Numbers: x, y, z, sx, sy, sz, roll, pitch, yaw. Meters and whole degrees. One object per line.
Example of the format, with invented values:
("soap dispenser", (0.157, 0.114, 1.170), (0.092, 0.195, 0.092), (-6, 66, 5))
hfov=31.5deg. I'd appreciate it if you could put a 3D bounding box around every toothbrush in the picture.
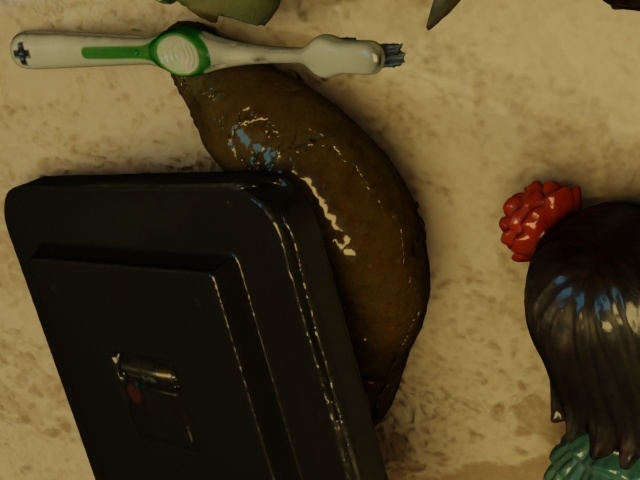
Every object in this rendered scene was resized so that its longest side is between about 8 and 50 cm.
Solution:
("toothbrush", (-0.084, -0.108, 0.646), (0.303, 0.030, 0.030), (8, 115, 37))

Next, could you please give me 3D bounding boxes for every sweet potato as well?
("sweet potato", (0.004, 0.001, 0.682), (0.124, 0.098, 0.310), (-16, 102, 30))

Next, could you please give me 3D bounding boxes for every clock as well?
("clock", (-0.086, 0.091, 0.714), (0.278, 0.049, 0.274), (1, 114, 44))

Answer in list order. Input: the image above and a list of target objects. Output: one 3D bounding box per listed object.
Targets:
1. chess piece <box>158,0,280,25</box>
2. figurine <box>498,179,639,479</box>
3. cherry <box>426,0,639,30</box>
("chess piece", (-0.053, -0.274, 0.574), (0.175, 0.176, 0.298), (22, 103, 8))
("figurine", (0.175, 0.088, 0.659), (0.137, 0.110, 0.246), (8, 121, 34))
("cherry", (0.117, -0.221, 0.484), (0.254, 0.218, 0.296), (17, 107, -16))
